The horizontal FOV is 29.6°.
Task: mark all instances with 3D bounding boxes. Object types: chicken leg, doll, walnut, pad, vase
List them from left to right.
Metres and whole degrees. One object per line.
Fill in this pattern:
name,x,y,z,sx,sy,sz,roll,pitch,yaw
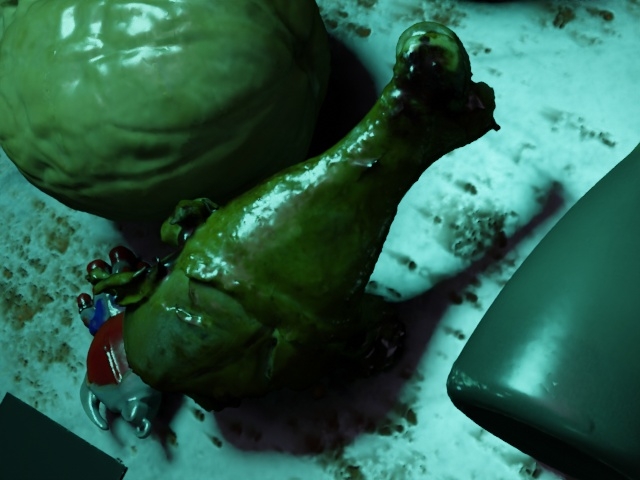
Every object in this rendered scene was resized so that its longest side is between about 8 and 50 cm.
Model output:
pad,-0.290,0.278,1.096,0.170,0.006,0.245,23,83,32
doll,-0.174,0.092,1.077,0.104,0.062,0.194,-19,53,1
walnut,-0.144,-0.152,1.041,0.313,0.252,0.277,-2,83,30
chicken leg,0.002,0.016,0.934,0.361,0.211,0.140,-34,33,16
vase,0.230,0.005,0.838,0.173,0.173,0.321,21,77,33
